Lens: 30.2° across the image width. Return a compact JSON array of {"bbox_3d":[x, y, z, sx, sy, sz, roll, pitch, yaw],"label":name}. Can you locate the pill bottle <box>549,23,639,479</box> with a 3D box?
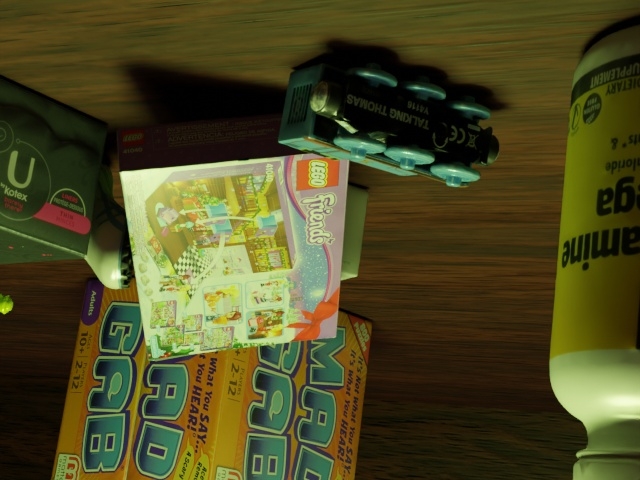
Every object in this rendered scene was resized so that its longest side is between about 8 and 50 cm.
[{"bbox_3d":[0.260,0.031,0.827,0.187,0.334,0.188,7,166,2],"label":"pill bottle"}]

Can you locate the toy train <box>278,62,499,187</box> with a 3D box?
[{"bbox_3d":[0.059,-0.094,0.981,0.184,0.080,0.105,13,174,-31],"label":"toy train"}]

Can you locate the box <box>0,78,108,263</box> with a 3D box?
[{"bbox_3d":[-0.370,-0.061,1.191,0.270,0.143,0.165,-5,162,39],"label":"box"}]

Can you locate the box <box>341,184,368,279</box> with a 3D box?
[{"bbox_3d":[-0.015,-0.013,1.282,0.101,0.102,0.087,16,162,-28],"label":"box"}]

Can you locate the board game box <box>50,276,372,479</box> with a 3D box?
[{"bbox_3d":[-0.175,0.272,1.978,0.356,0.356,0.356,-5,161,38],"label":"board game box"}]

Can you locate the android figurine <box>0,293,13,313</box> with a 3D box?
[{"bbox_3d":[-0.462,0.043,1.239,0.272,0.056,0.248,9,167,8],"label":"android figurine"}]

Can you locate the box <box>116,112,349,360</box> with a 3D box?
[{"bbox_3d":[-0.080,0.002,1.136,0.200,0.057,0.293,-6,142,-7],"label":"box"}]

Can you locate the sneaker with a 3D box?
[{"bbox_3d":[-0.243,-0.017,1.235,0.086,0.085,0.237,-2,-154,-21],"label":"sneaker"}]
